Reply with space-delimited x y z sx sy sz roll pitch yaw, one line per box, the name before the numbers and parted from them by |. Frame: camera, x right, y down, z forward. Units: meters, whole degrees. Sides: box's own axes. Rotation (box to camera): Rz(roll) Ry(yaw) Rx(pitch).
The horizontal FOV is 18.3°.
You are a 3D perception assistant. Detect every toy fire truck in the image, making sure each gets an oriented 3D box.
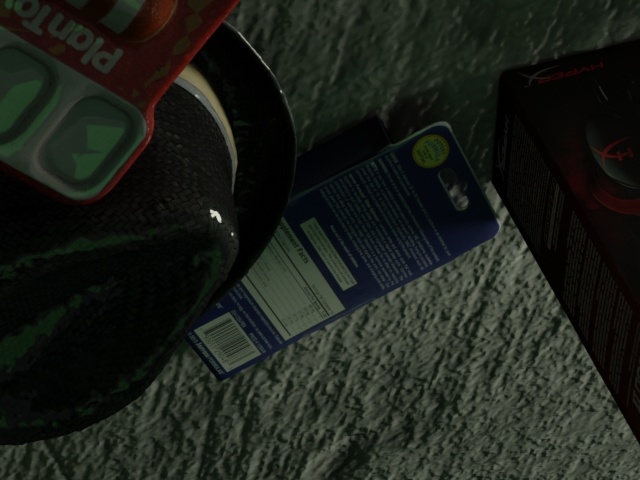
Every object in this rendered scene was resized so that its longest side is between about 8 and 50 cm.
toy fire truck | -0.157 -0.167 0.939 0.302 0.169 0.254 29 106 -37

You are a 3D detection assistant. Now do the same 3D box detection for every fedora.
fedora | -0.160 0.013 1.153 0.334 0.152 0.334 -9 131 -11

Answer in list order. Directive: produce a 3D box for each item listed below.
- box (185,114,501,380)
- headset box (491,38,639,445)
box | 0.000 0.000 1.332 0.225 0.036 0.136 -27 139 5
headset box | 0.265 -0.001 1.268 0.218 0.293 0.110 -14 138 -12
